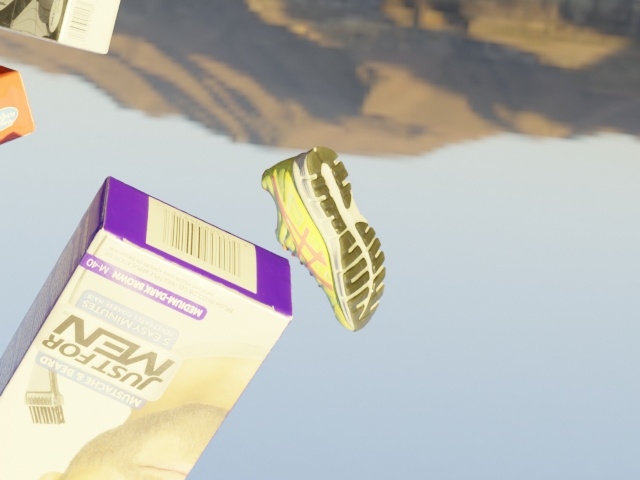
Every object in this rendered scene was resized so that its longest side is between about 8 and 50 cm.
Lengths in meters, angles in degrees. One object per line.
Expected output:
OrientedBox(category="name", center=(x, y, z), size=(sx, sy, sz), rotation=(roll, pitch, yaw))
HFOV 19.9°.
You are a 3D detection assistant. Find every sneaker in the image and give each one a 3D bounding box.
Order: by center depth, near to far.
OrientedBox(category="sneaker", center=(0.000, 0.000, 1.923), size=(0.094, 0.208, 0.081), rotation=(-6, -159, 36))

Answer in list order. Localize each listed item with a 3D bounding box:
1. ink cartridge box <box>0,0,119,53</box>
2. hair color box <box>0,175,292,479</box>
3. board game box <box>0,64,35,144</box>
OrientedBox(category="ink cartridge box", center=(-0.305, -0.288, 1.790), size=(0.065, 0.165, 0.332), rotation=(10, -175, -42))
OrientedBox(category="hair color box", center=(-0.186, 0.132, 1.609), size=(0.185, 0.339, 0.110), rotation=(25, -153, -16))
OrientedBox(category="board game box", center=(-0.471, -0.102, 1.758), size=(0.316, 0.064, 0.242), rotation=(-25, -154, -29))
